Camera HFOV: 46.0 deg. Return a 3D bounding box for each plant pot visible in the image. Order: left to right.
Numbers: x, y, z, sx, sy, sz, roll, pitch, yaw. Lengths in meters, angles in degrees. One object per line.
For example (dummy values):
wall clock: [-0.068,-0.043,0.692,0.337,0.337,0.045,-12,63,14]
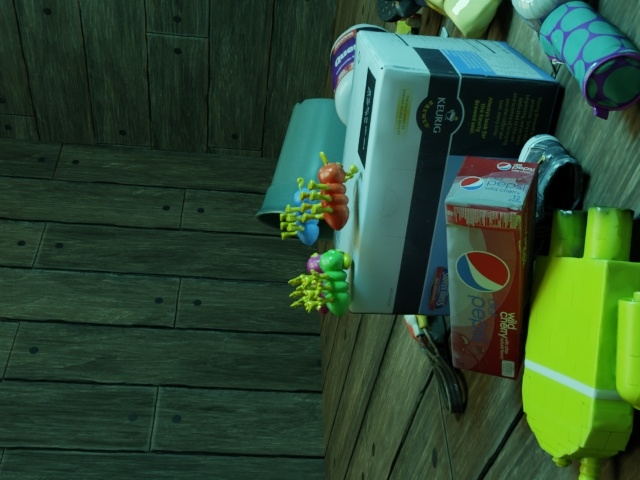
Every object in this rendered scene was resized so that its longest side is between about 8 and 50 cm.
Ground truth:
plant pot: [0.020,-0.190,2.069,0.341,0.341,0.334,133,148,-80]

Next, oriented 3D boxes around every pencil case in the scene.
pencil case: [0.277,-0.189,0.772,0.152,0.064,0.070,-95,26,-55]

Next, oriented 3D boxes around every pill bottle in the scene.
pill bottle: [0.116,-0.403,1.823,0.323,0.181,0.181,-95,11,-52]

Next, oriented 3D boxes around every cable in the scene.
cable: [0.188,0.198,1.332,0.287,0.072,0.139,-93,4,-46]

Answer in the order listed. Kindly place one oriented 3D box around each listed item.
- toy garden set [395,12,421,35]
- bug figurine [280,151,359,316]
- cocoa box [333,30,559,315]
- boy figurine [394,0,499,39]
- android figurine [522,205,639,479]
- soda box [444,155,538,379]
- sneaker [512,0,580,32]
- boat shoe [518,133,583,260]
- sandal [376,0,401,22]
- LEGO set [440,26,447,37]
toy garden set: [0.212,-0.546,1.668,0.244,0.049,0.204,-176,91,-83]
bug figurine: [0.000,0.000,1.066,0.279,0.072,0.216,155,111,-77]
cocoa box: [0.156,-0.095,1.060,0.231,0.227,0.347,-101,15,-63]
boy figurine: [0.203,-0.385,1.216,0.092,0.177,0.285,-49,34,8]
android figurine: [0.265,0.103,0.762,0.248,0.056,0.273,169,105,-83]
soda box: [0.199,0.037,0.872,0.092,0.083,0.263,-58,-32,-43]
sneaker: [0.275,-0.353,0.861,0.086,0.085,0.237,14,-91,-54]
boat shoe: [0.254,-0.027,0.891,0.083,0.065,0.183,-103,17,-61]
sandal: [0.224,-0.551,1.402,0.446,0.107,0.168,134,142,-61]
LEGO set: [0.210,-0.275,1.489,0.182,0.060,0.244,-88,5,-52]
